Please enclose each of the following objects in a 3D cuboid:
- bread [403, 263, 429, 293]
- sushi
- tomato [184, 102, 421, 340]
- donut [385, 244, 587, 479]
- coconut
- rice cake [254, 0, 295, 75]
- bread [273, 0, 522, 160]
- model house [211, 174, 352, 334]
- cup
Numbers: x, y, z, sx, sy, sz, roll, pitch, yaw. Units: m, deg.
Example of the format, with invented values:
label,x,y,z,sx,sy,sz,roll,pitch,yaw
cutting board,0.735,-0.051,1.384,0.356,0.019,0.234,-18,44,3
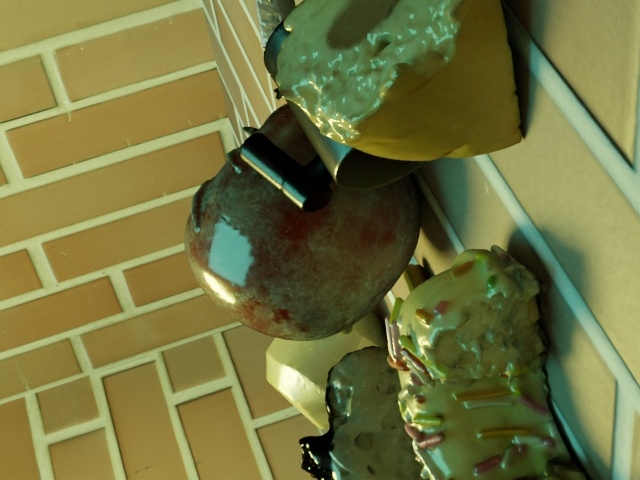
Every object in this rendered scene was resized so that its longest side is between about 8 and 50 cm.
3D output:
label,x,y,z,sx,sy,sz,roll,pitch,yaw
bread,0.140,0.068,1.782,0.049,0.033,0.088,59,-171,-49
sushi,0.085,0.341,2.005,0.207,0.234,0.349,88,179,-69
tomato,-0.023,-0.024,1.676,0.282,0.317,0.317,41,166,9
donut,0.179,0.197,1.347,0.307,0.150,0.371,138,113,-82
coconut,0.025,0.210,2.300,0.241,0.241,0.241,162,90,-82
rice cake,-0.082,-0.416,1.996,0.072,0.056,0.365,-37,-62,-64
bread,0.053,-0.184,1.147,0.224,0.211,0.184,74,-179,-59
model house,0.000,0.000,1.935,0.291,0.184,0.253,64,-163,13
cup,0.029,-0.147,1.485,0.239,0.166,0.177,-51,57,45
